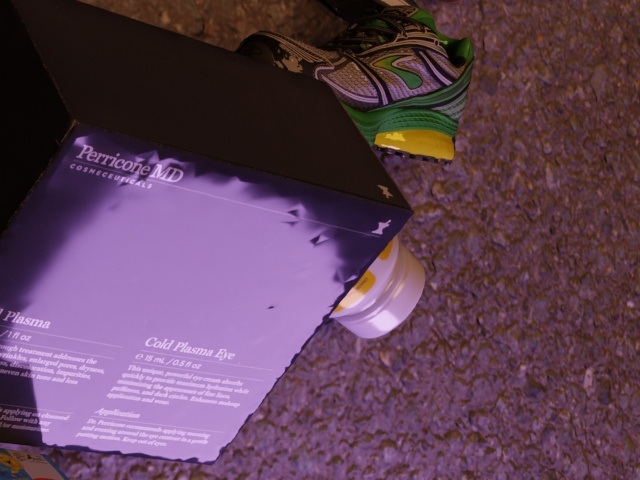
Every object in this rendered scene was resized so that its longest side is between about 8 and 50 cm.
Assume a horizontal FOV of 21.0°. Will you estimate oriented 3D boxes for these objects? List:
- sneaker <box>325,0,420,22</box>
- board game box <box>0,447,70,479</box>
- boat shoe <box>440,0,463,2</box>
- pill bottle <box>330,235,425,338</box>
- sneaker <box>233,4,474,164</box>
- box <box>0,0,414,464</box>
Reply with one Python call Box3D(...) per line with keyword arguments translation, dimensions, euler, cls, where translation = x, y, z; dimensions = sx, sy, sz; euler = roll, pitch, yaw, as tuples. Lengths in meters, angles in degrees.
Box3D(translation=(0.039, -0.318, 1.742), dimensions=(0.226, 0.086, 0.163), euler=(31, 71, -34), cls="sneaker")
Box3D(translation=(-0.371, 0.292, 1.294), dimensions=(0.302, 0.086, 0.308), euler=(16, 101, -37), cls="board game box")
Box3D(translation=(0.149, -0.407, 1.830), dimensions=(0.098, 0.109, 0.302), euler=(-19, 106, -44), cls="boat shoe")
Box3D(translation=(0.000, 0.000, 1.674), dimensions=(0.208, 0.119, 0.119), euler=(41, 63, -31), cls="pill bottle")
Box3D(translation=(0.031, -0.165, 1.661), dimensions=(0.343, 0.134, 0.146), euler=(3, 105, -58), cls="sneaker")
Box3D(translation=(-0.162, 0.001, 1.385), dimensions=(0.343, 0.312, 0.179), euler=(14, 34, -42), cls="box")
